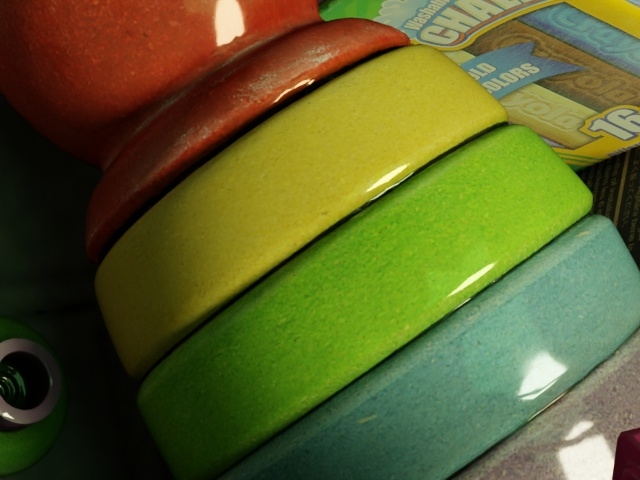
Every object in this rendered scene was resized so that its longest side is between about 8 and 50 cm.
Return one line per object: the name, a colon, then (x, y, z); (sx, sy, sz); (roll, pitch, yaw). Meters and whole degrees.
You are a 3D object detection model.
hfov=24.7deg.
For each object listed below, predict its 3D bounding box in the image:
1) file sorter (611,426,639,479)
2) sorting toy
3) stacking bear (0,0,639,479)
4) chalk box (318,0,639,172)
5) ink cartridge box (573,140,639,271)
file sorter: (0.185, 0.194, 0.340); (0.182, 0.202, 0.290); (-12, 121, -21)
sorting toy: (-0.111, 0.044, 0.423); (0.102, 0.042, 0.061); (8, 69, -37)
stacking bear: (0.000, 0.000, 0.455); (0.289, 0.175, 0.164); (54, 14, 5)
chalk box: (0.056, -0.127, 0.561); (0.213, 0.132, 0.132); (18, 63, -33)
ink cartridge box: (0.216, 0.013, 0.670); (0.235, 0.088, 0.193); (33, 57, -25)
